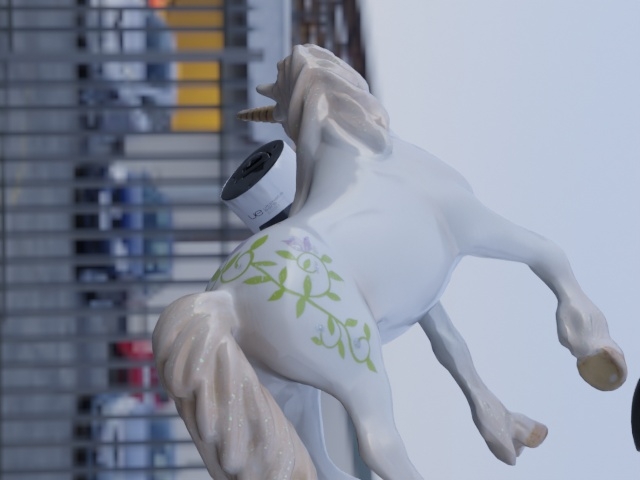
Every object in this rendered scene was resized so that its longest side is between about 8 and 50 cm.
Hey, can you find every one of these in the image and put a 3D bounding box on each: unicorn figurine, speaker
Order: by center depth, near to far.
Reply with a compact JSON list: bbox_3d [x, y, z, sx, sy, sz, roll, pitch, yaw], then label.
[{"bbox_3d":[0.012,0.009,0.376,0.111,0.060,0.162,49,22,-1],"label":"unicorn figurine"},{"bbox_3d":[0.000,0.000,1.054,0.136,0.055,0.055,47,12,-21],"label":"speaker"}]

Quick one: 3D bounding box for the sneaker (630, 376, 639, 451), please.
[{"bbox_3d":[0.236,0.061,0.516,0.109,0.286,0.130,-49,-163,48],"label":"sneaker"}]
